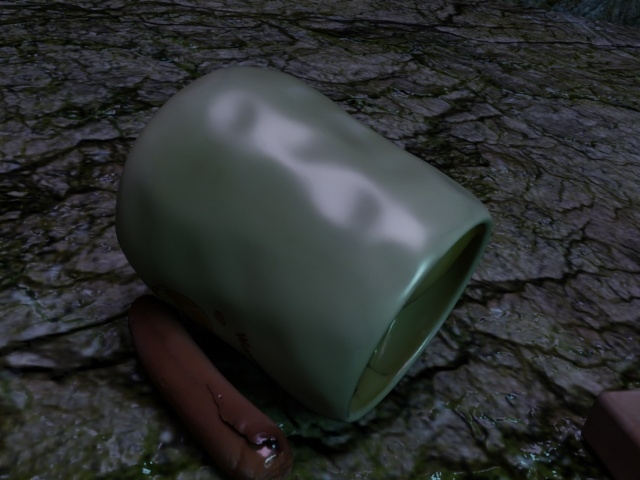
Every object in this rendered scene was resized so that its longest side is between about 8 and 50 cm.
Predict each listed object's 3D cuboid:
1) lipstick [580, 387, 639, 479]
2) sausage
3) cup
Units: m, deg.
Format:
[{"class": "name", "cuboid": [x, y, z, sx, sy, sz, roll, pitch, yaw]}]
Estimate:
[{"class": "lipstick", "cuboid": [0.220, 0.154, 0.493, 0.045, 0.045, 0.145, 0, 31, -20]}, {"class": "sausage", "cuboid": [-0.075, 0.087, 0.501, 0.047, 0.040, 0.177, -12, 35, -36]}, {"class": "cup", "cuboid": [0.006, -0.015, 0.563, 0.202, 0.173, 0.255, 35, 32, 19]}]
